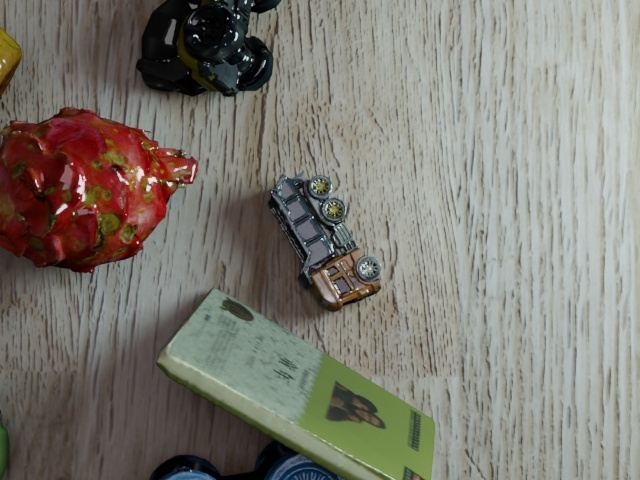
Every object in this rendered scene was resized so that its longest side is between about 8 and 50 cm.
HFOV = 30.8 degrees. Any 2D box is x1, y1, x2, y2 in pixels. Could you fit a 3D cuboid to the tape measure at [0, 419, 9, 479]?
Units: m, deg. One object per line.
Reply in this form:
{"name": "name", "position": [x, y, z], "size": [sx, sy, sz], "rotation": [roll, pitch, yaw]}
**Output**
{"name": "tape measure", "position": [-0.468, 0.251, 1.407], "size": [0.175, 0.106, 0.200], "rotation": [11, 81, -1]}

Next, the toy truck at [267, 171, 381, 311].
{"name": "toy truck", "position": [0.000, 0.000, 1.517], "size": [0.092, 0.083, 0.192], "rotation": [-30, 84, -11]}

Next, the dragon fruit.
{"name": "dragon fruit", "position": [-0.285, -0.064, 1.442], "size": [0.268, 0.210, 0.205], "rotation": [-17, 66, -28]}

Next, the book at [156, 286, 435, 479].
{"name": "book", "position": [-0.017, 0.184, 1.417], "size": [0.352, 0.239, 0.035], "rotation": [30, 109, -2]}

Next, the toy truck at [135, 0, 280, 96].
{"name": "toy truck", "position": [-0.151, -0.303, 1.529], "size": [0.165, 0.147, 0.224], "rotation": [6, 80, 23]}

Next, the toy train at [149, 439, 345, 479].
{"name": "toy train", "position": [-0.075, 0.381, 1.399], "size": [0.300, 0.188, 0.265], "rotation": [-7, 89, -8]}

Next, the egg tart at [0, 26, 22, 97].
{"name": "egg tart", "position": [-0.478, -0.222, 1.441], "size": [0.170, 0.215, 0.215], "rotation": [32, 78, -12]}
